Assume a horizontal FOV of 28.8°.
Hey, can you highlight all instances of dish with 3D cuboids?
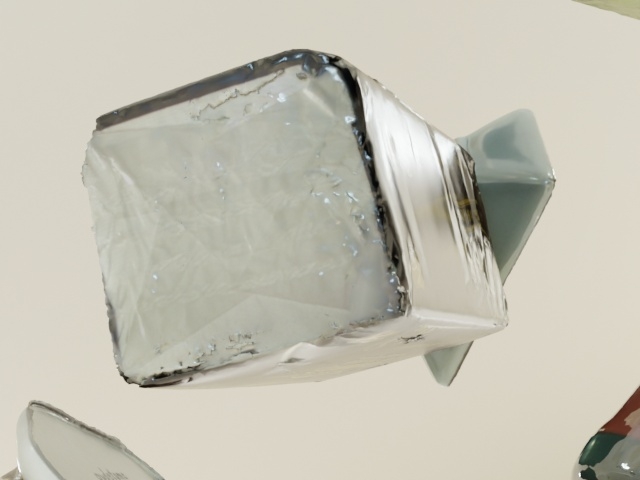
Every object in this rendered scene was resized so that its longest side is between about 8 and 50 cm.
[{"bbox_3d":[0.132,-0.005,1.205,0.080,0.182,0.243,20,-64,-9],"label":"dish"}]

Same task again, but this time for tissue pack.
[{"bbox_3d":[0.000,0.000,0.939,0.210,0.370,0.198,-19,-101,17],"label":"tissue pack"}]

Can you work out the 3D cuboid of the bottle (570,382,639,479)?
[{"bbox_3d":[0.276,0.037,0.613,0.336,0.144,0.144,-47,-67,-15],"label":"bottle"}]

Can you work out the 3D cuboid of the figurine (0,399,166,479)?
[{"bbox_3d":[-0.189,0.226,0.912,0.141,0.166,0.250,-49,-23,-3],"label":"figurine"}]

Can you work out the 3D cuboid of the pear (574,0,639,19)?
[{"bbox_3d":[0.195,-0.286,0.616,0.391,0.391,0.391,-5,-72,-14],"label":"pear"}]
